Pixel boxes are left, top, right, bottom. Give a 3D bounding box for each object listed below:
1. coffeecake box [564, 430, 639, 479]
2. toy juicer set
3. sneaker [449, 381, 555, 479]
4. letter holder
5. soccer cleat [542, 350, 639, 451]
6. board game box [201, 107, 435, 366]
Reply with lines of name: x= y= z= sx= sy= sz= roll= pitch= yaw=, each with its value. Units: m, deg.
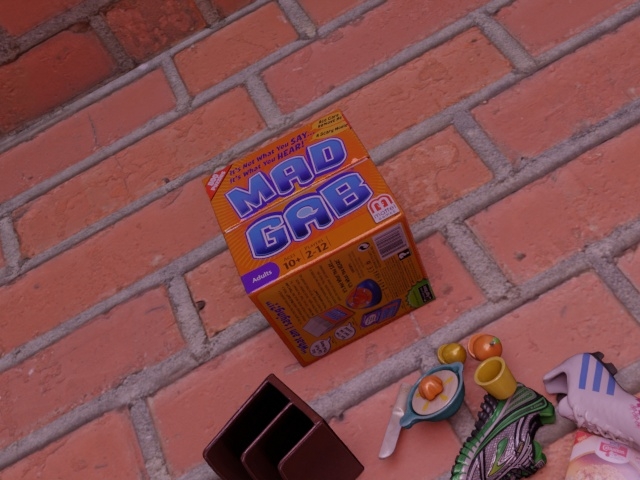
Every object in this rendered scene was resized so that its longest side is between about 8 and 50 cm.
coffeecake box: x=0.528 y=0.467 z=1.439 sx=0.142 sy=0.068 sz=0.185 roll=11 pitch=61 yaw=27
toy juicer set: x=0.235 y=0.289 z=1.592 sx=0.329 sy=0.089 sz=0.209 roll=-34 pitch=24 yaw=21
sneaker: x=0.347 y=0.428 z=1.493 sx=0.146 sy=0.134 sz=0.343 roll=18 pitch=64 yaw=29
letter holder: x=-0.071 y=0.440 z=1.536 sx=0.214 sy=0.302 sz=0.152 roll=-46 pitch=54 yaw=-13
soccer cleat: x=0.538 y=0.330 z=1.453 sx=0.143 sy=0.116 sz=0.331 roll=-23 pitch=24 yaw=-4
board game box: x=0.000 y=0.000 z=1.774 sx=0.356 sy=0.356 sz=0.356 roll=-28 pitch=52 yaw=1
